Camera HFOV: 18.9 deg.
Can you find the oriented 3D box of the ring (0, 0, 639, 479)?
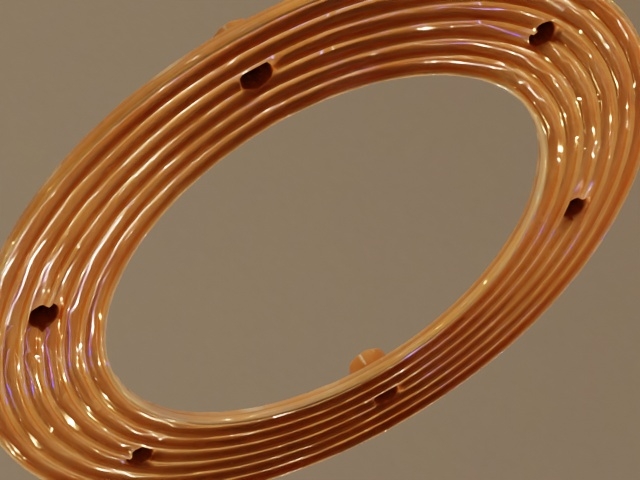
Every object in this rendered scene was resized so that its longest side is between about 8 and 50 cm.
[{"bbox_3d":[0.000,0.000,0.863,0.336,0.032,0.336,-22,-36,-16],"label":"ring"}]
